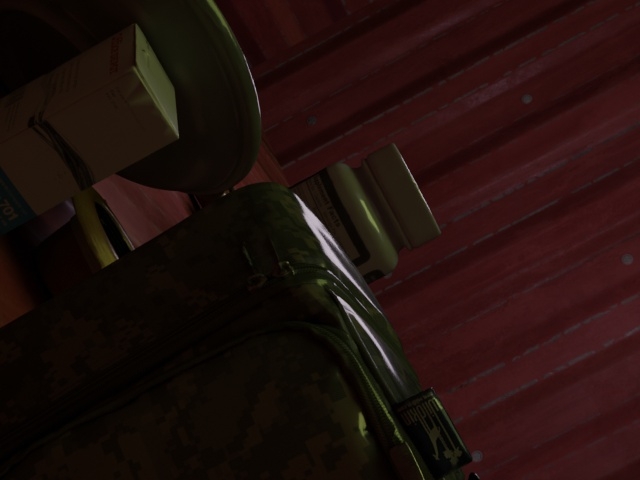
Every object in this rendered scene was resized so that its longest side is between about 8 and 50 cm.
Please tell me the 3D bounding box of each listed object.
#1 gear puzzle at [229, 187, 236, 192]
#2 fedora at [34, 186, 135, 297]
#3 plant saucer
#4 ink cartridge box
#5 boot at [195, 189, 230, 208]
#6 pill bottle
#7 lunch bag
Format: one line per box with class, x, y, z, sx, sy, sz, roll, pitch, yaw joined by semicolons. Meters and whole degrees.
gear puzzle;-0.149;0.006;2.216;0.175;0.044;0.339;109;-40;-78
fedora;-0.219;0.029;1.131;0.194;0.079;0.194;60;-1;2
plant saucer;-0.245;-0.186;1.249;0.400;0.100;0.400;30;-31;21
ink cartridge box;-0.230;-0.104;1.073;0.082;0.190;0.140;61;6;-27
boot;-0.184;-0.055;2.116;0.197;0.073;0.152;-113;-179;-55
pill bottle;0.000;0.000;1.919;0.204;0.361;0.204;62;4;-8
lunch bag;-0.066;0.149;0.749;0.212;0.305;0.256;56;7;-50
